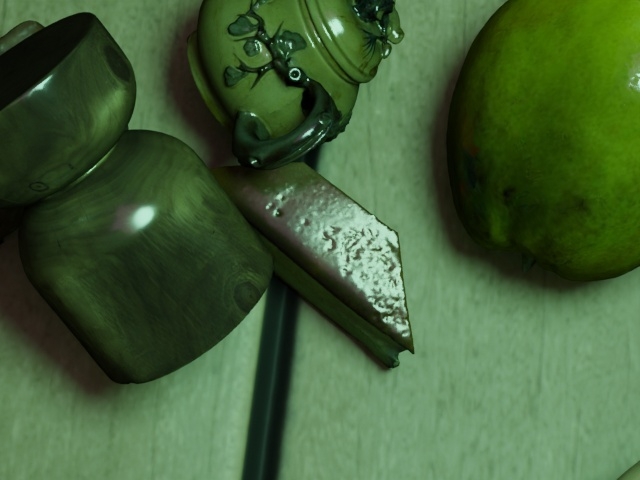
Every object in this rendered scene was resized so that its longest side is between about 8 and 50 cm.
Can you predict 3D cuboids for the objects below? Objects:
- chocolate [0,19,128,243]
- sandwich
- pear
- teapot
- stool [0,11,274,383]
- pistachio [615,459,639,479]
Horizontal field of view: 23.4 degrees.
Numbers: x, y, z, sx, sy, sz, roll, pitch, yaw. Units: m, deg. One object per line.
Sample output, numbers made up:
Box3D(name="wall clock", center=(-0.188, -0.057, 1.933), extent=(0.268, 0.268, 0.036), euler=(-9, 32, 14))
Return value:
Box3D(name="chocolate", center=(-0.284, -0.098, 1.390), extent=(0.214, 0.093, 0.148), euler=(-42, 84, -14))
Box3D(name="sandwich", center=(0.000, 0.000, 1.389), extent=(0.258, 0.094, 0.096), euler=(39, 80, 4))
Box3D(name="pear", center=(0.252, -0.116, 1.366), extent=(0.269, 0.269, 0.321), euler=(31, 93, 3))
Box3D(name="teapot", center=(-0.013, -0.167, 1.370), extent=(0.182, 0.173, 0.269), euler=(-26, 36, 22))
Box3D(name="stool", center=(-0.182, -0.032, 1.283), extent=(0.179, 0.179, 0.264), euler=(-42, 113, -14))
Box3D(name="pistachio", center=(0.305, 0.284, 1.290), extent=(0.309, 0.230, 0.230), euler=(-39, 82, -8))
